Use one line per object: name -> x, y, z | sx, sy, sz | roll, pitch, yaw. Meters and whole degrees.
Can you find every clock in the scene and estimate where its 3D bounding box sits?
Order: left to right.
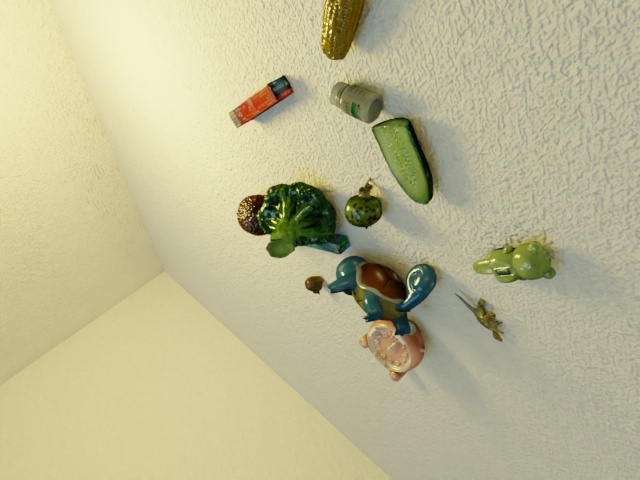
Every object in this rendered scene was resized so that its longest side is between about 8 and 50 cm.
clock -> 0.293, 0.375, 1.790 | 0.227, 0.142, 0.241 | 45, 141, 17

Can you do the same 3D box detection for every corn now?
corn -> 0.052, -0.537, 1.109 | 0.097, 0.097, 0.262 | 42, 151, 16

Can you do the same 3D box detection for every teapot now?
teapot -> -0.036, 0.193, 2.099 | 0.110, 0.080, 0.085 | 23, 113, 62

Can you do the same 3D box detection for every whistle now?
whistle -> 0.479, 0.058, 1.193 | 0.105, 0.085, 0.227 | 57, 150, -10

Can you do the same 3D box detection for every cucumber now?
cucumber -> 0.236, -0.208, 1.257 | 0.115, 0.063, 0.244 | 1, 124, 48

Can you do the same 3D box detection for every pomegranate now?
pomegranate -> 0.134, -0.112, 1.471 | 0.122, 0.122, 0.162 | 22, 117, 42

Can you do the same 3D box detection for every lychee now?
lychee -> -0.268, -0.105, 1.987 | 0.188, 0.188, 0.188 | 35, 148, 27

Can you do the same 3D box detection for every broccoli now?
broccoli -> -0.086, -0.063, 1.677 | 0.297, 0.297, 0.298 | 6, 131, 7

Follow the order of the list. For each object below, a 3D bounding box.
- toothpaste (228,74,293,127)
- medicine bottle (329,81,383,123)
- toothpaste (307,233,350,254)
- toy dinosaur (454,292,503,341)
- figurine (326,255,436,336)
toothpaste -> -0.206, -0.457, 1.591 | 0.320, 0.076, 0.066 | -5, 119, 57
medicine bottle -> 0.093, -0.368, 1.260 | 0.130, 0.080, 0.080 | 32, 146, 29
toothpaste -> 0.000, 0.000, 1.833 | 0.266, 0.065, 0.050 | 12, 133, 50
toy dinosaur -> 0.481, 0.232, 1.441 | 0.162, 0.039, 0.126 | 25, 144, 41
figurine -> 0.189, 0.177, 1.594 | 0.297, 0.243, 0.416 | 19, 171, -37
